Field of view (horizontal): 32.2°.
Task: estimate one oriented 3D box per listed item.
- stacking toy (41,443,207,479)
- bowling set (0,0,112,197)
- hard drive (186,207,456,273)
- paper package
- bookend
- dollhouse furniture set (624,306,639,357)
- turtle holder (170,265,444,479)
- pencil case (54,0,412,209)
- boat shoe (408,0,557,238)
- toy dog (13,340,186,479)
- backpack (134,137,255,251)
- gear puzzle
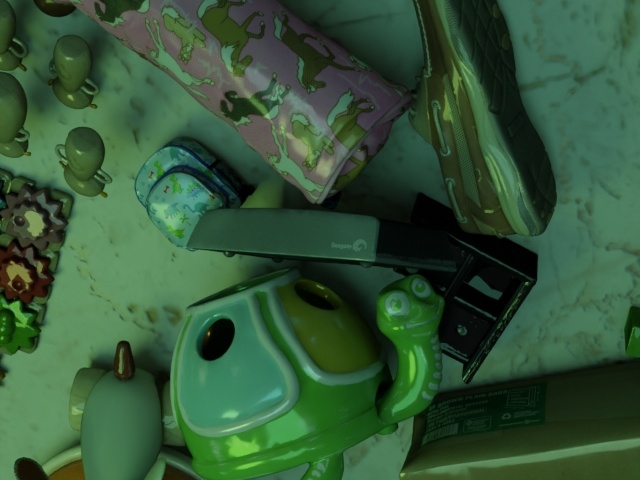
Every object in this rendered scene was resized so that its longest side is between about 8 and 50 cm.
[{"bbox_3d":[-0.283,0.493,1.316,0.351,0.480,0.350,4,113,10],"label":"stacking toy"},{"bbox_3d":[-0.317,-0.188,1.243,0.287,0.200,0.154,32,157,1],"label":"bowling set"},{"bbox_3d":[0.000,0.000,1.192,0.255,0.172,0.054,3,87,39],"label":"hard drive"},{"bbox_3d":[0.290,0.321,1.300,0.325,0.168,0.309,-13,108,17],"label":"paper package"},{"bbox_3d":[0.142,0.054,1.268,0.157,0.072,0.156,29,116,-1],"label":"bookend"},{"bbox_3d":[0.421,0.110,1.242,0.152,0.058,0.076,12,115,7],"label":"dollhouse furniture set"},{"bbox_3d":[-0.030,0.151,1.241,0.320,0.243,0.227,-17,94,53],"label":"turtle holder"},{"bbox_3d":[-0.096,-0.203,1.137,0.386,0.160,0.167,38,143,2],"label":"pencil case"},{"bbox_3d":[0.143,-0.145,1.160,0.116,0.123,0.324,-12,104,33],"label":"boat shoe"},{"bbox_3d":[-0.243,0.253,1.302,0.220,0.333,0.161,-11,134,-10],"label":"toy dog"},{"bbox_3d":[-0.155,-0.056,1.275,0.114,0.084,0.105,44,111,-5],"label":"backpack"},{"bbox_3d":[-0.432,0.066,1.404,0.176,0.044,0.338,21,115,2],"label":"gear puzzle"}]
